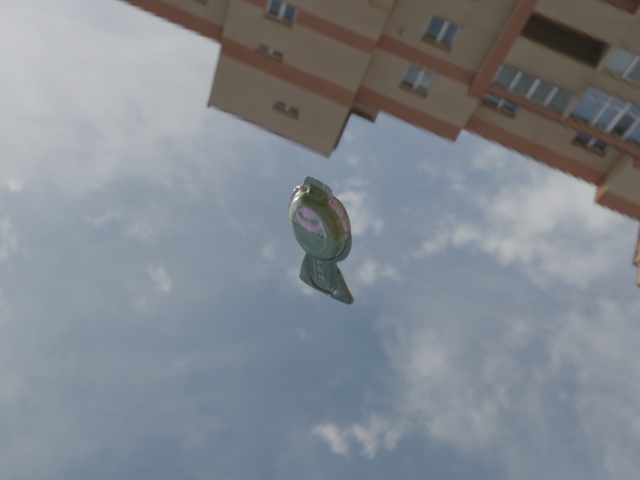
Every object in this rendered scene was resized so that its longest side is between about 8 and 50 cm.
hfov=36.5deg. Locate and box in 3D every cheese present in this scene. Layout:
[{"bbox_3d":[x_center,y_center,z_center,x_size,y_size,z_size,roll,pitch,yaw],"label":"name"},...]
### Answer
[{"bbox_3d":[0.000,0.000,0.802,0.067,0.121,0.026,26,-132,31],"label":"cheese"}]
